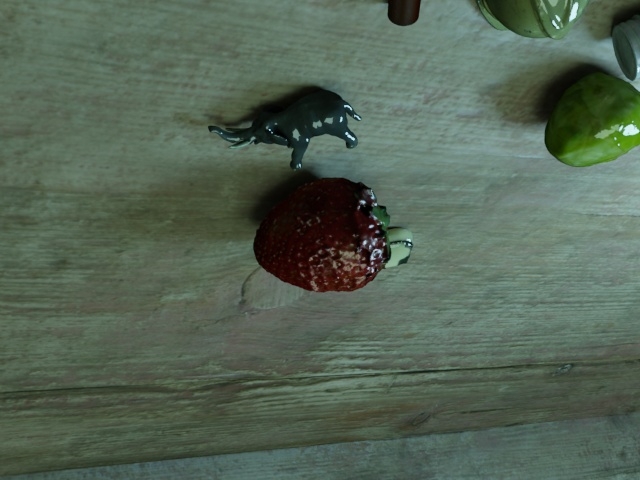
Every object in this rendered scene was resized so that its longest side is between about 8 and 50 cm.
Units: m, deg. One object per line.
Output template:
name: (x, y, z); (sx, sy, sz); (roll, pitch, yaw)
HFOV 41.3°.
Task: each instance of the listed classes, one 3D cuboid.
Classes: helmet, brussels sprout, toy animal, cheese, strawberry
helmet: (0.365, -0.394, 1.376); (0.204, 0.137, 0.257); (-22, 148, 9)
brussels sprout: (0.550, -0.229, 1.689); (0.223, 0.161, 0.223); (-14, 142, -11)
toy animal: (-0.058, -0.198, 1.553); (0.270, 0.082, 0.137); (-13, 145, 3)
cheese: (0.090, 0.031, 1.996); (0.252, 0.054, 0.127); (-8, 148, -11)
strawberry: (0.000, 0.000, 1.741); (0.289, 0.238, 0.250); (-10, 145, 9)

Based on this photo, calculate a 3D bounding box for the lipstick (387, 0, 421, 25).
lipstick: (0.135, -0.465, 1.242); (0.057, 0.057, 0.356); (-12, 148, -6)

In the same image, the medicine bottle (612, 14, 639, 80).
medicine bottle: (0.707, -0.395, 1.544); (0.325, 0.124, 0.179); (-17, 149, 5)
